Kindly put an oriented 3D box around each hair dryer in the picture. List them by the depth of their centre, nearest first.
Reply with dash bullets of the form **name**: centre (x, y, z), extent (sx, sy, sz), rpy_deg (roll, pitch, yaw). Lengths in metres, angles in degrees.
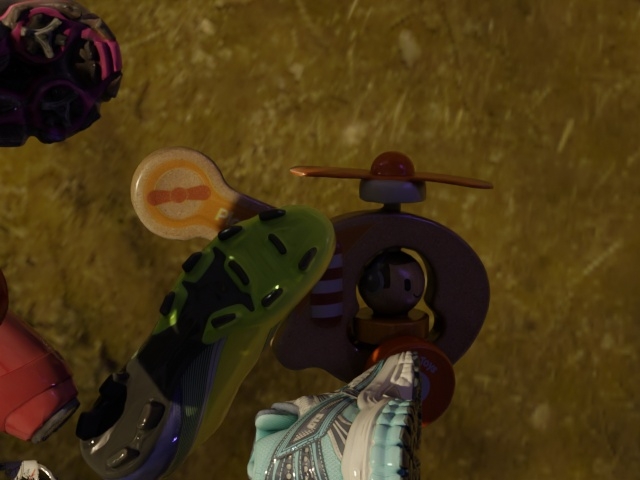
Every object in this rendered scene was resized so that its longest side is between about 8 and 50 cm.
- **hair dryer**: centre (-0.304, 0.148, 1.238), extent (0.224, 0.080, 0.293), rpy_deg (-6, 88, 2)

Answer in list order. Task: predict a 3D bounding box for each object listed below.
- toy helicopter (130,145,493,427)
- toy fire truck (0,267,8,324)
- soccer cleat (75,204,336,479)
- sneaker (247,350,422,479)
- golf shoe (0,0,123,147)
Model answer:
- **toy helicopter**: centre (0.000, 0.000, 1.387), extent (0.355, 0.140, 0.235), rpy_deg (26, 95, -18)
- **toy fire truck**: centre (-0.344, -0.003, 0.914), extent (0.254, 0.169, 0.302), rpy_deg (17, 132, 20)
- **soccer cleat**: centre (-0.089, 0.088, 1.295), extent (0.093, 0.121, 0.289), rpy_deg (41, 92, 26)
- **sneaker**: centre (0.012, 0.137, 1.108), extent (0.122, 0.283, 0.110), rpy_deg (1, 90, 5)
- **golf shoe**: centre (-0.176, -0.059, 0.611), extent (0.186, 0.086, 0.067), rpy_deg (-11, 110, -20)
